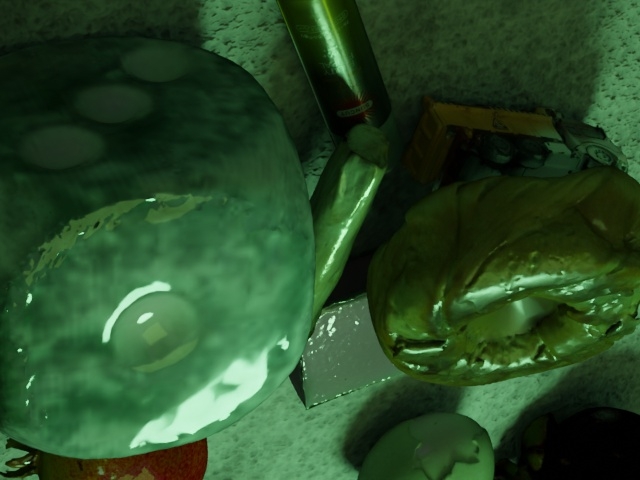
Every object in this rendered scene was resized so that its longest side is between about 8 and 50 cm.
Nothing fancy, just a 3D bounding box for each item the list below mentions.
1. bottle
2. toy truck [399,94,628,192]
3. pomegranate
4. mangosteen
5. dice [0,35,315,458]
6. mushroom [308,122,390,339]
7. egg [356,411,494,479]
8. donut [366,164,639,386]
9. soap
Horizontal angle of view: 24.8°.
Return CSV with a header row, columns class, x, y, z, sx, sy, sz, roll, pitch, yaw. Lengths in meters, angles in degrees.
class,x,y,z,sx,sy,sz,roll,pitch,yaw
bottle,0.025,-0.192,1.648,0.082,0.082,0.286,-28,136,-4
toy truck,0.244,-0.100,1.816,0.270,0.135,0.114,5,127,-26
pomegranate,-0.267,0.261,1.794,0.257,0.221,0.221,2,128,-7
mangosteen,0.415,0.380,2.255,0.233,0.288,0.287,-39,143,-35
dice,-0.212,-0.004,1.508,0.328,0.348,0.330,-9,125,-22
mushroom,0.000,0.000,1.707,0.081,0.100,0.312,16,129,-10
egg,0.160,0.343,2.106,0.217,0.183,0.183,-43,134,11
donut,0.232,0.044,1.741,0.360,0.170,0.360,-8,151,-5
soap,0.076,0.100,1.926,0.259,0.081,0.181,-21,134,-13
